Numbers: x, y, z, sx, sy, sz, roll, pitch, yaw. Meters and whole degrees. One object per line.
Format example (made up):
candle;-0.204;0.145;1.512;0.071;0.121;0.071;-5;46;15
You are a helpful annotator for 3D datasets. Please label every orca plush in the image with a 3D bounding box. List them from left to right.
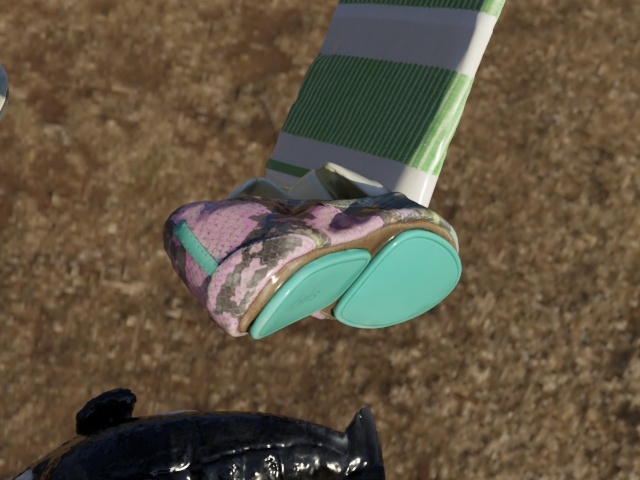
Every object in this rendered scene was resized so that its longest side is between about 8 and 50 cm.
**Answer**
orca plush;-0.099;0.183;0.964;0.287;0.151;0.102;2;2;5

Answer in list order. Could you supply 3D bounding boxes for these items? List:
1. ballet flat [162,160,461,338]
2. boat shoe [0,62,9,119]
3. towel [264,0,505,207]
ballet flat;0.000;0.000;0.668;0.079;0.077;0.221;47;20;18
boat shoe;-0.237;-0.104;0.941;0.049;0.043;0.137;-9;39;-20
towel;0.075;-0.176;1.154;0.038;0.325;0.248;24;-1;-29
